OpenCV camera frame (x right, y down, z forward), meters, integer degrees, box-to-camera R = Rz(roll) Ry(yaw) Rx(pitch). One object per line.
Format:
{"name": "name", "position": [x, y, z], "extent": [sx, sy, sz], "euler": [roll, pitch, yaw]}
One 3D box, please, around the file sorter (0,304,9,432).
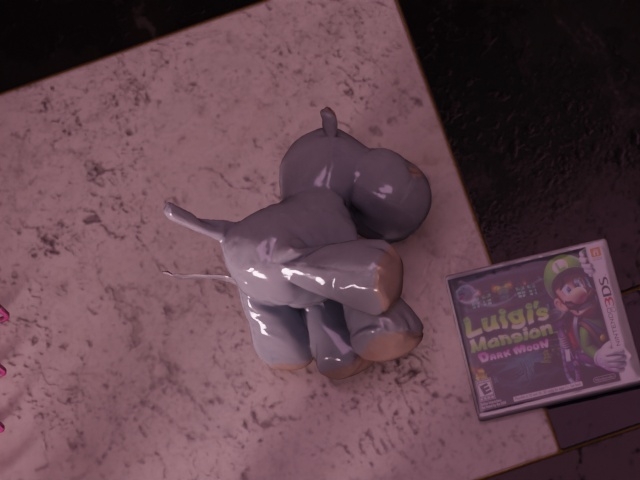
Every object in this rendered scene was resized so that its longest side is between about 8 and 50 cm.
{"name": "file sorter", "position": [-0.460, 0.200, 1.898], "extent": [0.182, 0.202, 0.290], "euler": [-2, 73, 7]}

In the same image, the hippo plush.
{"name": "hippo plush", "position": [0.000, 0.000, 1.914], "extent": [0.294, 0.234, 0.236], "euler": [17, 51, 8]}

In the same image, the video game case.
{"name": "video game case", "position": [0.252, 0.100, 1.908], "extent": [0.190, 0.022, 0.173], "euler": [-14, 71, 5]}
